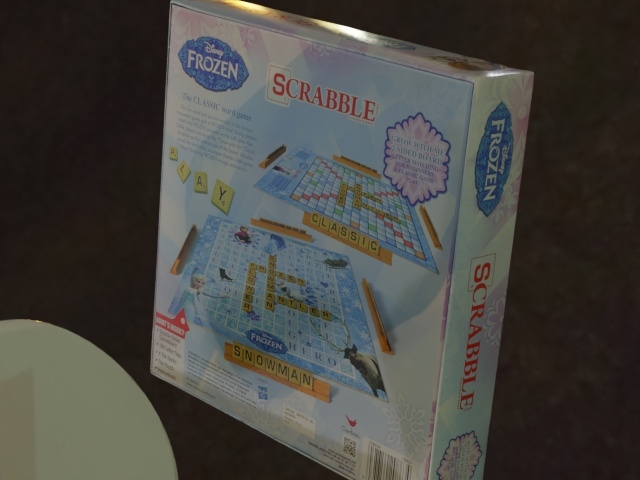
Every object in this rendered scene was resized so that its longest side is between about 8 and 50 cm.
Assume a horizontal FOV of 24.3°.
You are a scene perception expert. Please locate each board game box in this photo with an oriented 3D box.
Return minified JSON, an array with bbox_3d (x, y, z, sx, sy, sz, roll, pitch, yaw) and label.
[{"bbox_3d":[0.000,0.000,1.110,0.066,0.317,0.319,-12,25,-43],"label":"board game box"}]

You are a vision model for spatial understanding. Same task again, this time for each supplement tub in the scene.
[{"bbox_3d":[-0.234,0.185,0.903,0.272,0.191,0.191,-37,17,32],"label":"supplement tub"}]
